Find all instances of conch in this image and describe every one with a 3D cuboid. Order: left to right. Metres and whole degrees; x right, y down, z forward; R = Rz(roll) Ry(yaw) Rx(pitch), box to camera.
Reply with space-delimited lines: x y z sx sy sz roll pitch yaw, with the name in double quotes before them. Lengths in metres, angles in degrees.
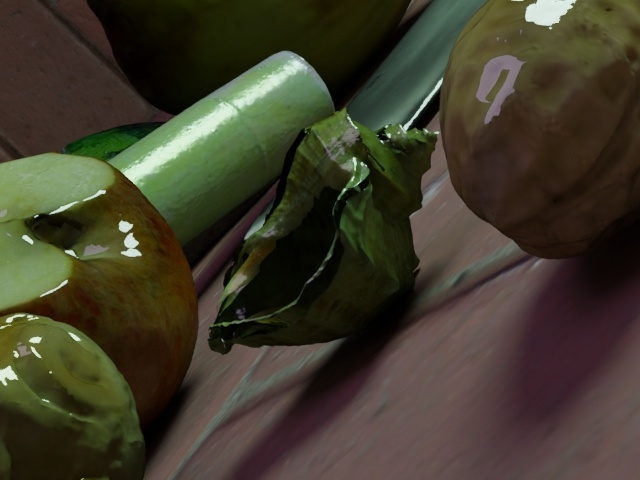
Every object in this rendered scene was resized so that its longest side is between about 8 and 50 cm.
"conch" 0.000 0.000 0.607 0.121 0.074 0.089 -42 -1 6

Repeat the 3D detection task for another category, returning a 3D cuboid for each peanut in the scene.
"peanut" 0.085 -0.058 0.488 0.080 0.080 0.174 -37 10 46

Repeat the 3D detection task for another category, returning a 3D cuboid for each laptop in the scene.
"laptop" 0.064 -0.111 0.964 0.269 0.015 0.187 -52 11 -29

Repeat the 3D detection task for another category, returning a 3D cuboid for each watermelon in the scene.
"watermelon" -0.102 -0.049 1.219 0.146 0.128 0.231 -29 7 -2

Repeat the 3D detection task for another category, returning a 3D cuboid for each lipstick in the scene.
"lipstick" -0.117 -0.017 1.012 0.304 0.076 0.076 -37 3 -31

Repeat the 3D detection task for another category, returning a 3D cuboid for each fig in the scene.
"fig" -0.040 -0.208 1.203 0.271 0.239 0.239 -20 16 13

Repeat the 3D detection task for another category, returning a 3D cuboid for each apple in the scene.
"apple" -0.150 0.043 0.821 0.173 0.160 0.195 -24 29 16

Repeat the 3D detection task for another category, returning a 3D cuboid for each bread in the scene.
"bread" -0.169 0.132 0.669 0.267 0.130 0.152 -39 49 39
